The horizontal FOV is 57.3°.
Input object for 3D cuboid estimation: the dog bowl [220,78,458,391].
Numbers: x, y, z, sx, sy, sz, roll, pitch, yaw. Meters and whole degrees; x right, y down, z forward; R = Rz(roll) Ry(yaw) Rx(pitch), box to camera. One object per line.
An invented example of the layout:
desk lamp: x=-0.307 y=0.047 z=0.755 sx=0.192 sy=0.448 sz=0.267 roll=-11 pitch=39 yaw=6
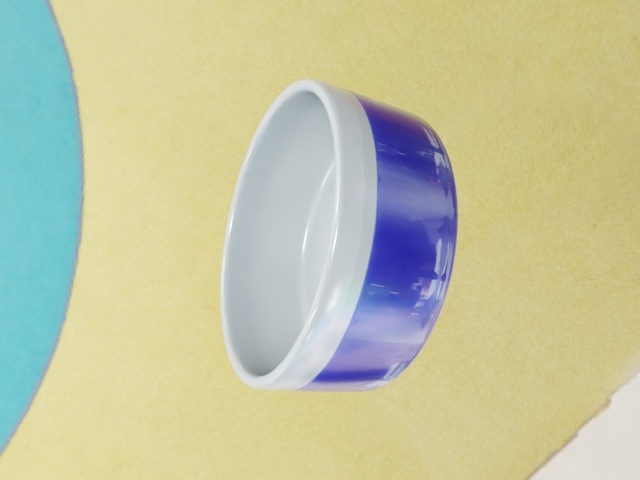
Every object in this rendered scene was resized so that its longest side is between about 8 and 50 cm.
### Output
dog bowl: x=0.000 y=0.000 z=0.524 sx=0.265 sy=0.104 sz=0.265 roll=-37 pitch=48 yaw=56
